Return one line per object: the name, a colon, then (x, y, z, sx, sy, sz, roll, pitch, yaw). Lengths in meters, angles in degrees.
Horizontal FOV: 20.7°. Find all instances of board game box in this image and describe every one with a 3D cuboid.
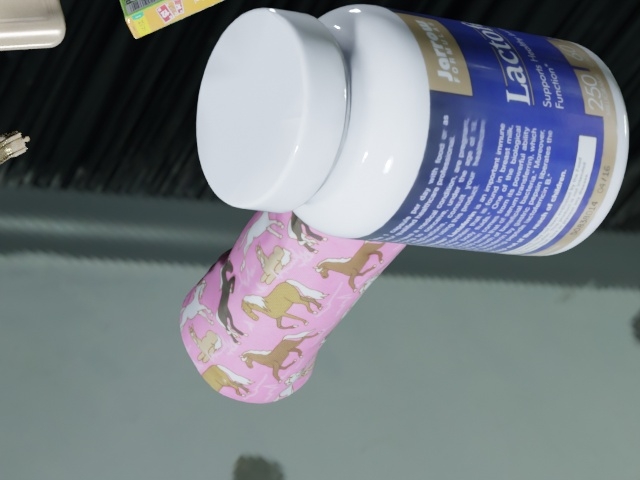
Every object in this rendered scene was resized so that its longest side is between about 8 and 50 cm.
board game box: (-0.103, -0.309, 1.987, 0.039, 0.259, 0.124, 64, 0, -25)

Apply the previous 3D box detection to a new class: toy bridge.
toy bridge: (-0.365, -0.067, 1.751, 0.188, 0.063, 0.026, -32, 108, -37)

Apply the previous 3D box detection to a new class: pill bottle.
pill bottle: (0.061, -0.072, 1.148, 0.264, 0.153, 0.153, 4, 47, -36)

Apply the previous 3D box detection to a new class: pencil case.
pencil case: (0.000, 0.000, 1.693, 0.160, 0.386, 0.167, 7, 52, -26)

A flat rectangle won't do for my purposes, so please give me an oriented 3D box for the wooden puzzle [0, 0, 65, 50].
wooden puzzle: (-0.416, -0.308, 1.989, 0.221, 0.239, 0.044, -3, 54, 2)
